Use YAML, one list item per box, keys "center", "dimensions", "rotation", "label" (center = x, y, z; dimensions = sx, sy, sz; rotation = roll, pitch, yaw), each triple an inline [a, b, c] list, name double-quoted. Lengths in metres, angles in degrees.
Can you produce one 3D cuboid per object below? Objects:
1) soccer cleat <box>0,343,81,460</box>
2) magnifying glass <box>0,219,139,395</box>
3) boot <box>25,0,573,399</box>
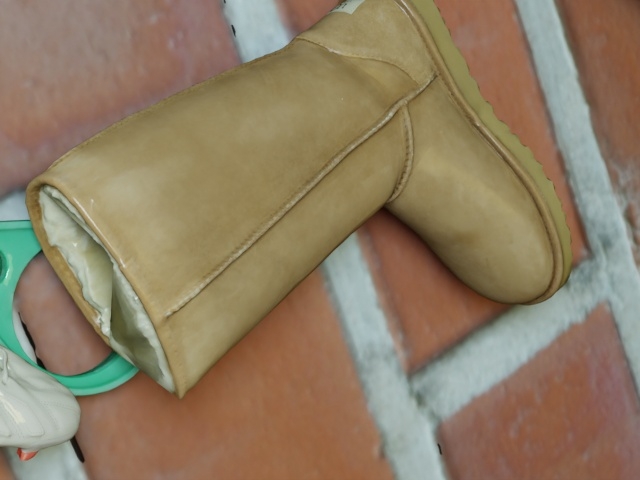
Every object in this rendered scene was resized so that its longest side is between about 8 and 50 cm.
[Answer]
- center: [-0.193, 0.046, 0.664]
  dimensions: [0.196, 0.068, 0.076]
  rotation: [22, 99, -27]
  label: "soccer cleat"
- center: [-0.176, 0.009, 0.716]
  dimensions: [0.231, 0.026, 0.092]
  rotation: [28, 75, -33]
  label: "magnifying glass"
- center: [0.000, 0.000, 0.798]
  dimensions: [0.269, 0.089, 0.236]
  rotation: [-40, 101, -36]
  label: "boot"
